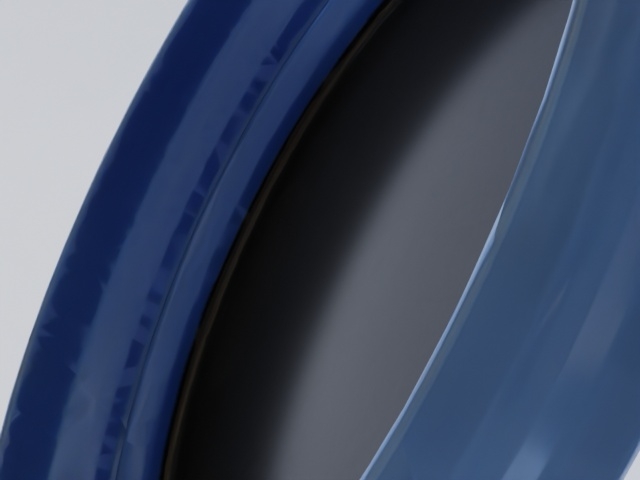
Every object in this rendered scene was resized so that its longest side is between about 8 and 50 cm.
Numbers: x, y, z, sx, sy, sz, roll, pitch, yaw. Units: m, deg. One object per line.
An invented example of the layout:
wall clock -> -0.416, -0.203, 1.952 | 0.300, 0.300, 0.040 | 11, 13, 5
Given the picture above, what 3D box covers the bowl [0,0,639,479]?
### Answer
bowl -> 0.000, 0.000, 0.567 | 0.077, 0.391, 0.391 | 26, -98, -21
